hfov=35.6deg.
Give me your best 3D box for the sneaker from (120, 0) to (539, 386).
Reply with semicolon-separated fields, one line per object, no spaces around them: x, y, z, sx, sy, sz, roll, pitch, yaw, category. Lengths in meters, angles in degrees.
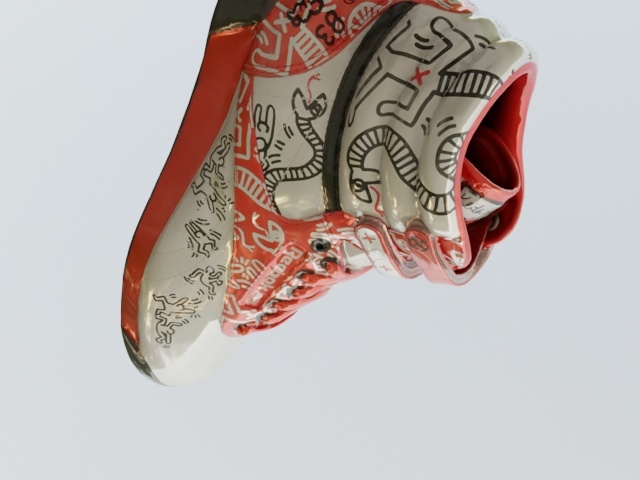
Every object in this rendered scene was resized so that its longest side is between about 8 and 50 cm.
0.000;0.000;0.463;0.145;0.270;0.090;34;-147;20;sneaker
